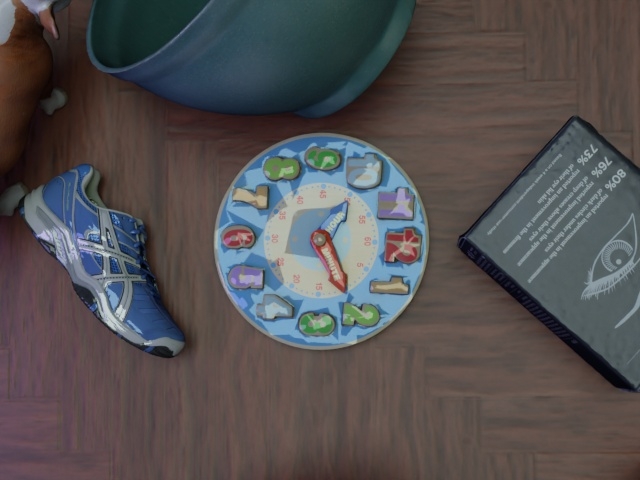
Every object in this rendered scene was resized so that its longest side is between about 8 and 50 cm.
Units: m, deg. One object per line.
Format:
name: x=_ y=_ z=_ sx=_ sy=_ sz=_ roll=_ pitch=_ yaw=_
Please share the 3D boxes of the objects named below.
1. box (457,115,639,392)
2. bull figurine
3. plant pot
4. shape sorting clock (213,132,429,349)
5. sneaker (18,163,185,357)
box: x=0.250 y=0.015 z=1.145 sx=0.207 sy=0.108 sz=0.153 roll=43 pitch=88 yaw=6
bull figurine: x=-0.299 y=-0.124 z=1.154 sx=0.101 sy=0.188 sz=0.310 roll=28 pitch=87 yaw=5
plant pot: x=-0.040 y=-0.228 z=1.116 sx=0.196 sy=0.293 sz=0.293 roll=30 pitch=87 yaw=-32
shape sorting clock: x=0.000 y=0.000 z=1.197 sx=0.206 sy=0.040 sz=0.206 roll=0 pitch=84 yaw=4
sneaker: x=-0.193 y=0.019 z=1.188 sx=0.081 sy=0.080 sz=0.211 roll=-40 pitch=85 yaw=3
